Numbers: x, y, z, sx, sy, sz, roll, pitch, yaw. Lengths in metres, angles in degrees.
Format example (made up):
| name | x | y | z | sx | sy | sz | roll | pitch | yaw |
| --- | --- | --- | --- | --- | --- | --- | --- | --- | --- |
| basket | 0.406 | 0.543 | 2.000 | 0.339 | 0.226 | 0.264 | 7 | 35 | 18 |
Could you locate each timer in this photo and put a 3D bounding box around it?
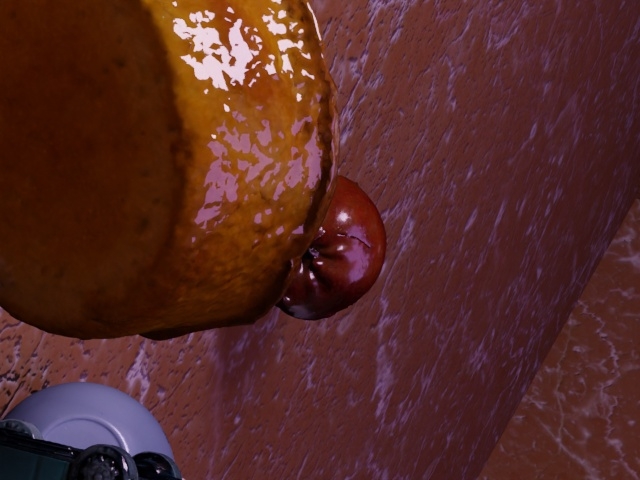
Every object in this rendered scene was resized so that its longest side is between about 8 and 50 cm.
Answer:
| name | x | y | z | sx | sy | sz | roll | pitch | yaw |
| --- | --- | --- | --- | --- | --- | --- | --- | --- | --- |
| timer | -0.184 | 0.212 | 1.653 | 0.175 | 0.175 | 0.255 | -63 | 157 | -11 |

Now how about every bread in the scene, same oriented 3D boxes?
| name | x | y | z | sx | sy | sz | roll | pitch | yaw |
| --- | --- | --- | --- | --- | --- | --- | --- | --- | --- |
| bread | -0.130 | -0.071 | 1.301 | 0.172 | 0.312 | 0.312 | -15 | 127 | -51 |

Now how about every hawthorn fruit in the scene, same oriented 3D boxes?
| name | x | y | z | sx | sy | sz | roll | pitch | yaw |
| --- | --- | --- | --- | --- | --- | --- | --- | --- | --- |
| hawthorn fruit | 0.000 | 0.000 | 1.973 | 0.172 | 0.148 | 0.148 | -30 | 140 | -73 |

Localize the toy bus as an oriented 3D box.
| name | x | y | z | sx | sy | sz | roll | pitch | yaw |
| --- | --- | --- | --- | --- | --- | --- | --- | --- | --- |
| toy bus | -0.195 | 0.214 | 1.457 | 0.128 | 0.256 | 0.147 | 25 | 78 | -72 |
